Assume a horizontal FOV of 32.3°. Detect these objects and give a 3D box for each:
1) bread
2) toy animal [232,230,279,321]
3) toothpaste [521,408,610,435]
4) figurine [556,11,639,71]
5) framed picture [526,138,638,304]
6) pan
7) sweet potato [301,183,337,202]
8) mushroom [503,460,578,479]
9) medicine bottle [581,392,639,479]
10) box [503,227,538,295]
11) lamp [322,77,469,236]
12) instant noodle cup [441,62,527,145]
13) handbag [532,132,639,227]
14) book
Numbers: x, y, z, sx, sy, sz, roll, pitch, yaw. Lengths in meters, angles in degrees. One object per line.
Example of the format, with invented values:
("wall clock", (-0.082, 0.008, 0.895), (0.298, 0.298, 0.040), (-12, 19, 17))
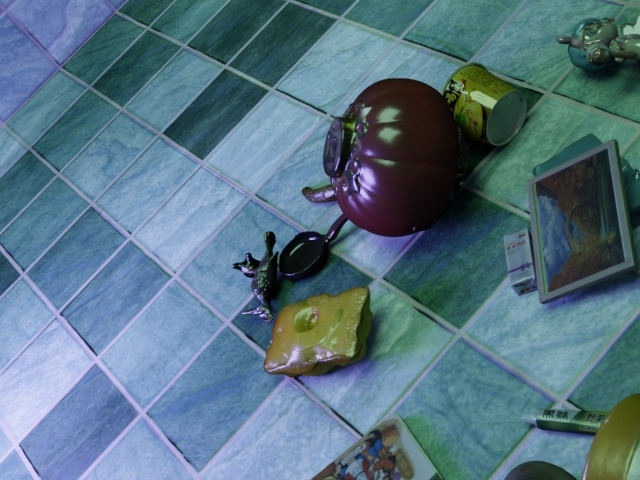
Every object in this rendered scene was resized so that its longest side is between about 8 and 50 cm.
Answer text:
("bread", (0.002, 0.177, 2.036), (0.233, 0.088, 0.161), (-10, 43, 36))
("toy animal", (-0.117, 0.083, 2.236), (0.105, 0.070, 0.202), (-37, 42, 30))
("toothpaste", (0.397, 0.273, 1.656), (0.204, 0.031, 0.049), (-1, 53, 36))
("figurine", (0.554, -0.340, 2.040), (0.205, 0.103, 0.260), (-31, 36, -29))
("framed picture", (0.430, -0.032, 1.843), (0.184, 0.016, 0.250), (-26, 49, 38))
("pan", (0.002, 0.001, 2.233), (0.212, 0.040, 0.115), (-39, 37, 14))
("sweet potato", (0.004, -0.098, 2.334), (0.041, 0.038, 0.153), (-36, 23, -33))
("mushroom", (0.317, 0.383, 1.565), (0.141, 0.117, 0.188), (-31, 33, -6))
("medicine bottle", (0.478, 0.326, 1.373), (0.232, 0.238, 0.238), (8, 59, 42))
("box", (0.351, 0.036, 1.916), (0.050, 0.036, 0.117), (-21, 41, 24))
("lamp", (0.141, -0.156, 2.084), (0.303, 0.257, 0.303), (-171, 90, -75))
("instant noodle cup", (0.320, -0.256, 2.147), (0.122, 0.151, 0.151), (33, 77, 38))
("handbag", (0.478, -0.091, 1.919), (0.144, 0.057, 0.221), (-34, 39, 3))
("book", (0.102, 0.419, 1.765), (0.202, 0.027, 0.264), (-39, 38, 2))
